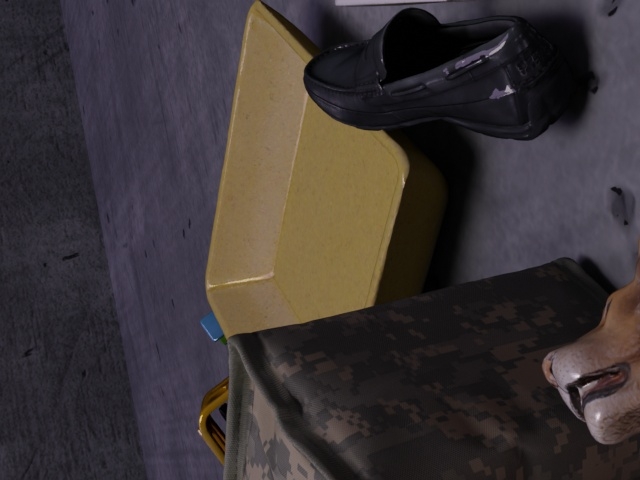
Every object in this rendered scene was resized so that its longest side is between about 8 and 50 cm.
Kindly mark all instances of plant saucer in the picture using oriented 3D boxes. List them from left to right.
[{"bbox_3d":[0.000,0.000,0.881,0.333,0.081,0.332,-125,41,-50],"label":"plant saucer"}]

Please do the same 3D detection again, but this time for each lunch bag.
[{"bbox_3d":[0.073,0.179,0.579,0.169,0.235,0.287,45,139,49],"label":"lunch bag"}]

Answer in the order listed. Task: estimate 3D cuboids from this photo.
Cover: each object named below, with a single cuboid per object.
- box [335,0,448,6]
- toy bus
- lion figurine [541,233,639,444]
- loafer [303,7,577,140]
[{"bbox_3d":[0.070,-0.290,0.602,0.169,0.087,0.290,-150,54,-64],"label":"box"},{"bbox_3d":[-0.081,0.189,1.083,0.191,0.104,0.202,49,173,43],"label":"toy bus"},{"bbox_3d":[0.171,-0.038,0.306,0.240,0.142,0.392,-75,-9,-55],"label":"lion figurine"},{"bbox_3d":[0.062,-0.115,0.646,0.223,0.076,0.078,14,147,51],"label":"loafer"}]
